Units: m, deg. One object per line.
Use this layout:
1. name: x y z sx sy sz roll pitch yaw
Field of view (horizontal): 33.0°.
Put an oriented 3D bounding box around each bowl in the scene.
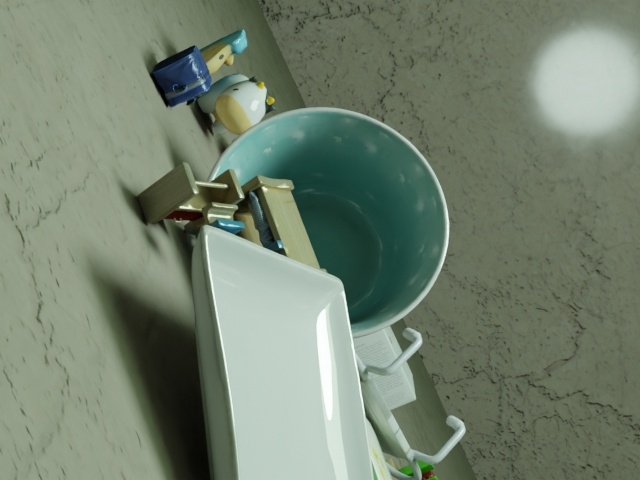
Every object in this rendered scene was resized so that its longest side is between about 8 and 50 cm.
1. bowl: 0.000 0.000 1.413 0.163 0.312 0.311 104 -34 -70

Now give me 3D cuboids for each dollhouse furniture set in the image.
1. dollhouse furniture set: -0.113 0.009 1.197 0.184 0.129 0.129 5 58 -54

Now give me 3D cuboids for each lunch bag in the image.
1. lunch bag: -0.189 -0.224 1.502 0.098 0.067 0.065 -92 156 -69

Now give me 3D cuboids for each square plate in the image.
1. square plate: -0.031 0.184 1.051 0.344 0.049 0.347 26 54 -66

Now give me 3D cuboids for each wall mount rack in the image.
1. wall mount rack: 0.070 0.223 1.743 0.304 0.130 0.350 13 -41 48

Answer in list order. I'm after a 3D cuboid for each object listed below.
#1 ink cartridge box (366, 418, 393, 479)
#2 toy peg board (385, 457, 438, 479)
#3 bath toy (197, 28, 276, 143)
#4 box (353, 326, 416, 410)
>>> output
1. ink cartridge box: 0.050 0.319 1.531 0.235 0.056 0.171 56 12 -61
2. toy peg board: 0.194 0.482 1.928 0.161 0.079 0.160 -105 168 -49
3. bath toy: -0.086 -0.163 1.718 0.348 0.129 0.151 58 12 -26
4. box: 0.107 0.227 2.075 0.130 0.091 0.170 -81 146 -76
